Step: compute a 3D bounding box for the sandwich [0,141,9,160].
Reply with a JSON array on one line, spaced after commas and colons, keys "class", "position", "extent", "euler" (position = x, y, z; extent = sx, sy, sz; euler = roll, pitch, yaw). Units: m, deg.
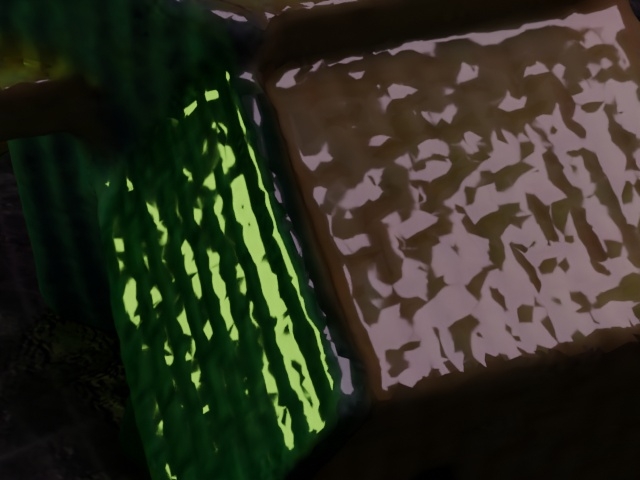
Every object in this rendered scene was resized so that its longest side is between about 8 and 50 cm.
[{"class": "sandwich", "position": [-0.310, -0.053, 0.976], "extent": [0.244, 0.088, 0.090], "euler": [11, 20, -1]}]

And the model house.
[{"class": "model house", "position": [0.000, 0.000, 0.838], "extent": [0.342, 0.335, 0.382], "euler": [-13, 51, -11]}]
